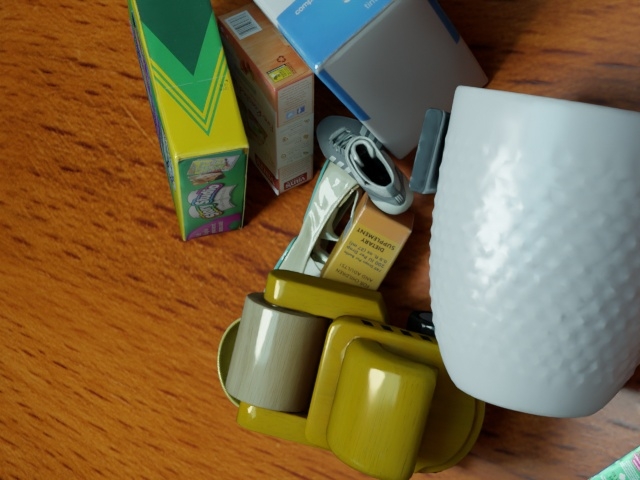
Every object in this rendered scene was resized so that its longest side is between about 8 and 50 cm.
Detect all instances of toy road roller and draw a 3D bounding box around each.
[{"bbox_3d":[0.039,0.176,1.411,0.329,0.240,0.203,14,98,7],"label":"toy road roller"}]

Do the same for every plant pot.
[{"bbox_3d":[-0.068,0.174,1.644,0.134,0.095,0.134,-2,88,39],"label":"plant pot"}]

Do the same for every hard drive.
[{"bbox_3d":[0.133,-0.102,1.320,0.022,0.135,0.094,14,97,14],"label":"hard drive"}]

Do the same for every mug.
[{"bbox_3d":[0.241,0.005,1.309,0.374,0.276,0.328,-150,69,-69],"label":"mug"}]

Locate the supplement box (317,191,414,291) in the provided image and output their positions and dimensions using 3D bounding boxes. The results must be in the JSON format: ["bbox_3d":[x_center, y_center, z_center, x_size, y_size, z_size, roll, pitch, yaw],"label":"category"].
[{"bbox_3d":[0.039,0.053,1.555,0.078,0.080,0.233,27,112,-4],"label":"supplement box"}]

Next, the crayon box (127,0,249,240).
[{"bbox_3d":[-0.187,-0.202,1.618,0.363,0.106,0.313,107,148,-74],"label":"crayon box"}]

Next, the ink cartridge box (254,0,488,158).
[{"bbox_3d":[0.004,-0.331,1.463,0.166,0.285,0.395,-41,62,7],"label":"ink cartridge box"}]

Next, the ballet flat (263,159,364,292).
[{"bbox_3d":[0.000,0.000,1.611,0.086,0.086,0.248,37,110,35],"label":"ballet flat"}]

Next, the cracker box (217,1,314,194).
[{"bbox_3d":[-0.075,-0.194,1.601,0.156,0.067,0.232,53,160,28],"label":"cracker box"}]

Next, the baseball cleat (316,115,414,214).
[{"bbox_3d":[0.050,-0.121,1.503,0.072,0.109,0.206,-42,52,-3],"label":"baseball cleat"}]

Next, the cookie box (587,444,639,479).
[{"bbox_3d":[0.367,0.254,1.279,0.107,0.091,0.040,-45,58,29],"label":"cookie box"}]
